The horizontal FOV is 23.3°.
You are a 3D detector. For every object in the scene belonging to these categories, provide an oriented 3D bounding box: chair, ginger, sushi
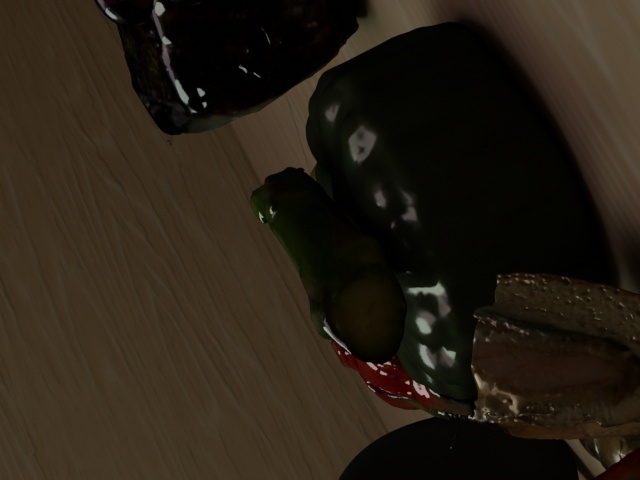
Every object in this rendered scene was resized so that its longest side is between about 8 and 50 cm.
[{"bbox_3d":[0.206,0.461,1.969,0.362,0.365,0.410,-127,19,-58],"label":"chair"},{"bbox_3d":[0.292,0.194,1.501,0.190,0.069,0.095,-129,21,-65],"label":"ginger"},{"bbox_3d":[-0.122,-0.314,1.884,0.281,0.299,0.294,1,121,56],"label":"sushi"}]

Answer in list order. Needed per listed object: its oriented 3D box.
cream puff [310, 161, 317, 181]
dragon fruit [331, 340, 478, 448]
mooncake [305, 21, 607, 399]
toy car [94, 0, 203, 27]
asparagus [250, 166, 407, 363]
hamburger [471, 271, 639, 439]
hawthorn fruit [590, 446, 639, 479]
[{"bbox_3d":[0.069,-0.078,1.935,0.156,0.156,0.121,112,163,-80],"label":"cream puff"},{"bbox_3d":[0.117,0.102,1.756,0.233,0.234,0.293,73,-174,-47],"label":"dragon fruit"},{"bbox_3d":[0.118,-0.027,1.520,0.356,0.194,0.356,61,171,16],"label":"mooncake"},{"bbox_3d":[-0.104,-0.368,1.505,0.341,0.271,0.240,-30,-81,-59],"label":"toy car"},{"bbox_3d":[-0.002,0.000,1.444,0.343,0.082,0.085,-121,15,-57],"label":"asparagus"},{"bbox_3d":[0.242,0.097,1.299,0.155,0.208,0.135,18,-110,-58],"label":"hamburger"},{"bbox_3d":[0.265,0.261,1.176,0.254,0.254,0.300,59,-175,38],"label":"hawthorn fruit"}]
